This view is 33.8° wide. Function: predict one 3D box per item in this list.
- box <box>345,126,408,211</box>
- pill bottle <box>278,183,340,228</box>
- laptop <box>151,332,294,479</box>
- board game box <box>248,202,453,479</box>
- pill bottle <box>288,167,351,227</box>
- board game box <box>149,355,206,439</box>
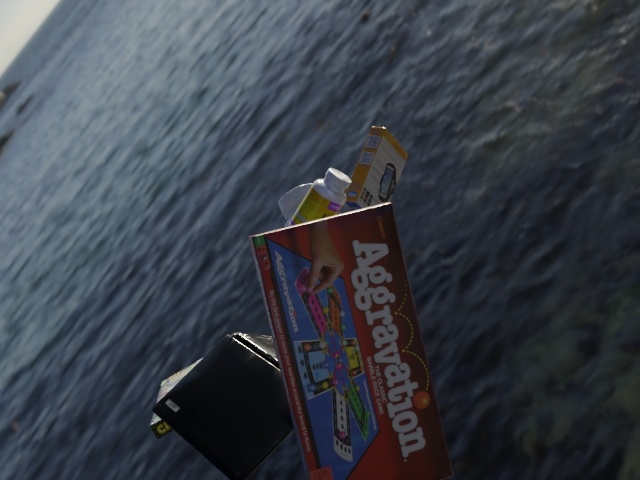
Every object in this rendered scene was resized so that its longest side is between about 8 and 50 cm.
[{"bbox_3d":[0.076,-0.084,1.497,0.028,0.081,0.136,13,72,35],"label":"box"},{"bbox_3d":[0.000,0.000,2.149,0.124,0.221,0.124,-24,-19,-9],"label":"pill bottle"},{"bbox_3d":[-0.056,0.233,1.490,0.234,0.264,0.136,27,102,48],"label":"laptop"},{"bbox_3d":[0.032,0.115,1.033,0.145,0.281,0.027,-14,4,-15],"label":"board game box"},{"bbox_3d":[0.001,-0.040,1.196,0.083,0.043,0.043,-58,16,17],"label":"pill bottle"},{"bbox_3d":[-0.204,0.240,1.708,0.136,0.030,0.260,-28,9,-1],"label":"board game box"}]
